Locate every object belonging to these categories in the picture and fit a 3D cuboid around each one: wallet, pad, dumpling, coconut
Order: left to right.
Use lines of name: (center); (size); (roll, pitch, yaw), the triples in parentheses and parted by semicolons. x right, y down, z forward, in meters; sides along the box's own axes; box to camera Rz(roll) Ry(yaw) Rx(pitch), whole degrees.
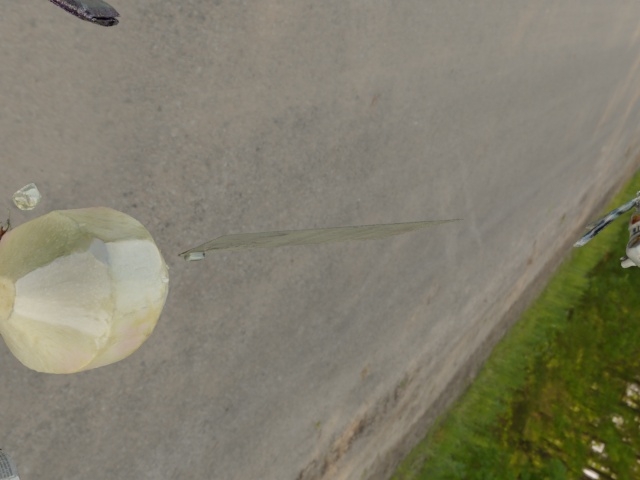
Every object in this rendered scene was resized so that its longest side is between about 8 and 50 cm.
dumpling: (-0.715, -0.103, 1.415); (0.052, 0.076, 0.057); (52, 50, -18)
wallet: (-0.392, -0.368, 0.858); (0.030, 0.165, 0.111); (-59, -174, 21)
coconut: (-0.492, 0.098, 1.165); (0.352, 0.352, 0.353); (-38, 141, -39)
pad: (0.000, -0.001, 0.606); (0.265, 0.159, 0.009); (-5, 84, -28)

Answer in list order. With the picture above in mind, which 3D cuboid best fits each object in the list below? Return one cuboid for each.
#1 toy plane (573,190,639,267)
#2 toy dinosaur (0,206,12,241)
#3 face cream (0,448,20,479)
toy plane: (0.418, -0.011, 0.674); (0.273, 0.182, 0.107); (0, 68, -53)
toy dinosaur: (-0.838, 0.005, 1.442); (0.327, 0.112, 0.207); (-74, 178, -66)
face cream: (-0.666, 0.501, 1.095); (0.153, 0.177, 0.177); (-2, 113, -47)
